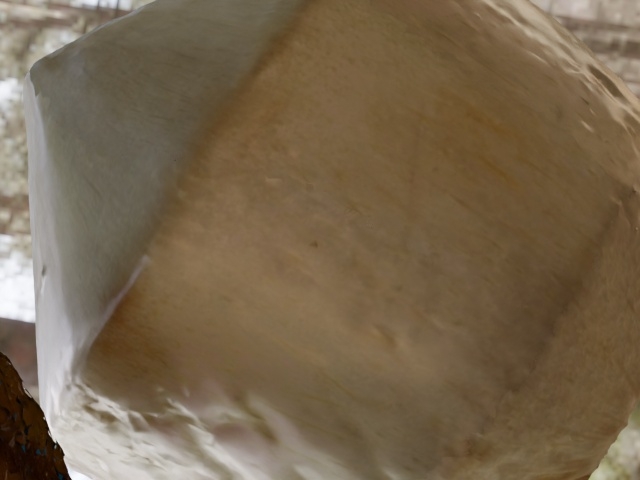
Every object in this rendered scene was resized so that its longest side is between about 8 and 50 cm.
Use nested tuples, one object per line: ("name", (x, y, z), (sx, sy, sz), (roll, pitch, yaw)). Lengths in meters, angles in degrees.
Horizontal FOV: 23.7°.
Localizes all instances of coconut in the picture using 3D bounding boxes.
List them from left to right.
("coconut", (0.000, 0.000, 0.929), (0.344, 0.415, 0.415), (165, 115, -87))

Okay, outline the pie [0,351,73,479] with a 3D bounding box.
("pie", (-0.163, 0.160, 0.697), (0.273, 0.069, 0.273), (-4, -90, -83))
